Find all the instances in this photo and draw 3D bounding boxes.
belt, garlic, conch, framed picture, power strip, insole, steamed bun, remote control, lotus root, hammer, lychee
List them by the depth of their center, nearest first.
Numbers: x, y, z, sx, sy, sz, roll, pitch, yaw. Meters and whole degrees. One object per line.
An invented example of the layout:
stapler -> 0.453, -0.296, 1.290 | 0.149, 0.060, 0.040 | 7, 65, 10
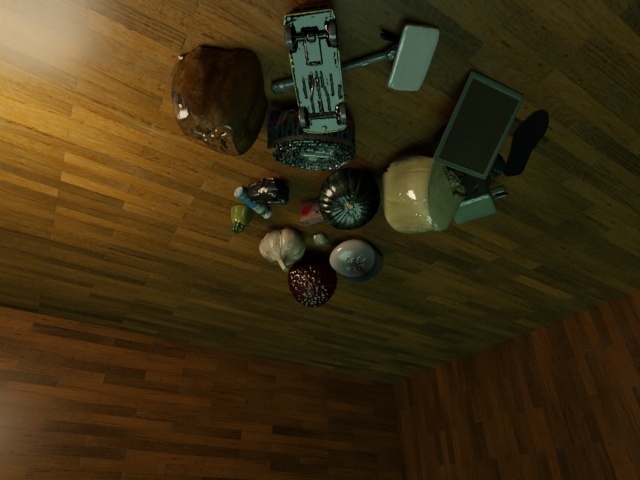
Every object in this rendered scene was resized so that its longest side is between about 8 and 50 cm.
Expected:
hammer -> 0.049, -0.514, 1.302 | 0.427, 0.044, 0.152 | -12, 143, 18
lotus root -> -0.328, -0.404, 1.322 | 0.316, 0.249, 0.316 | 5, 154, 2
framed picture -> 0.516, -0.370, 1.393 | 0.232, 0.019, 0.296 | 15, 107, -22
belt -> -0.026, -0.350, 1.445 | 0.295, 0.160, 0.207 | 2, 163, 0
insole -> 0.754, -0.350, 1.568 | 0.109, 0.007, 0.322 | -1, 146, 5
steamed bun -> 0.358, -0.177, 1.597 | 0.272, 0.273, 0.290 | 39, 150, -23
power strip -> 0.626, -0.180, 1.699 | 0.224, 0.140, 0.139 | -19, 141, 23
garlic -> -0.181, 0.064, 1.991 | 0.219, 0.212, 0.218 | -2, 140, -2
conch -> -0.001, 0.003, 2.040 | 0.076, 0.056, 0.085 | -8, 146, 34
remote control -> 0.185, 0.107, 2.134 | 0.221, 0.103, 0.332 | -33, 137, 18
lychee -> -0.039, 0.197, 2.161 | 0.265, 0.299, 0.264 | -5, -171, 1

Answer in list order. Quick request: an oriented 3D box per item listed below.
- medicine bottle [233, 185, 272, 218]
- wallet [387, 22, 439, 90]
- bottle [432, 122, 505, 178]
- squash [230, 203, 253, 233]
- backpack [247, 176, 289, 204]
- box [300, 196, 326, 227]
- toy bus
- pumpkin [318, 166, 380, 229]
medicine bottle -> -0.285, -0.160, 1.805 | 0.051, 0.051, 0.191 | -23, 138, 29
wallet -> 0.269, -0.532, 1.238 | 0.124, 0.032, 0.182 | -5, 133, -22
bottle -> 0.541, -0.313, 1.514 | 0.271, 0.143, 0.156 | 21, 101, -23
squash -> -0.349, -0.078, 1.852 | 0.105, 0.132, 0.105 | 2, 145, 1
backpack -> -0.214, -0.199, 1.704 | 0.165, 0.105, 0.120 | 3, 171, 25
box -> -0.010, -0.125, 1.805 | 0.156, 0.111, 0.060 | -16, 142, 19
toy bus -> -0.003, -0.480, 1.204 | 0.145, 0.151, 0.331 | -4, 130, 8
pumpkin -> 0.109, -0.163, 1.663 | 0.250, 0.216, 0.249 | -4, 105, -16
